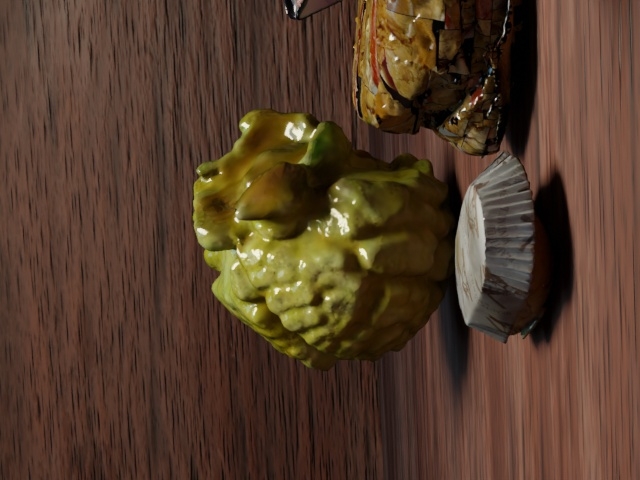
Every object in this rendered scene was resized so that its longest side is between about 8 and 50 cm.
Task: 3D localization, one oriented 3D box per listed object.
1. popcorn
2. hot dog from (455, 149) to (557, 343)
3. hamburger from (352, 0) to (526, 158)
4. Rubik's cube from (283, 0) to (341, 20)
[{"bbox_3d":[0.000,0.000,1.409,0.224,0.258,0.270,-63,-7,-3],"label":"popcorn"},{"bbox_3d":[0.114,0.010,0.924,0.192,0.053,0.099,81,-174,-72],"label":"hot dog"},{"bbox_3d":[0.079,-0.169,1.004,0.231,0.107,0.230,5,-90,-90],"label":"hamburger"},{"bbox_3d":[0.046,-0.238,1.152,0.211,0.178,0.190,9,84,48],"label":"Rubik's cube"}]
